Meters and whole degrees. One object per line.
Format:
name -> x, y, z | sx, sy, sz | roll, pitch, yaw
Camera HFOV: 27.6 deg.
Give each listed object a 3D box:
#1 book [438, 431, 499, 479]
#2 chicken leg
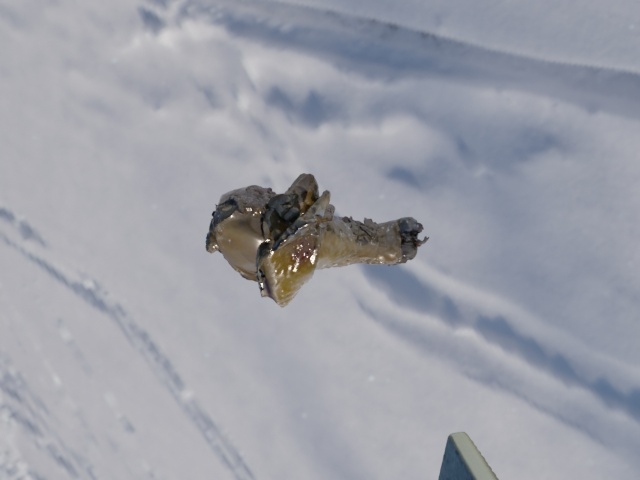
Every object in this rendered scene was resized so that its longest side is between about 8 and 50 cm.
book -> 0.147, 0.410, 1.219 | 0.269, 0.032, 0.388 | -121, 33, -57
chicken leg -> -0.006, 0.004, 1.096 | 0.125, 0.196, 0.080 | -32, 56, 28
